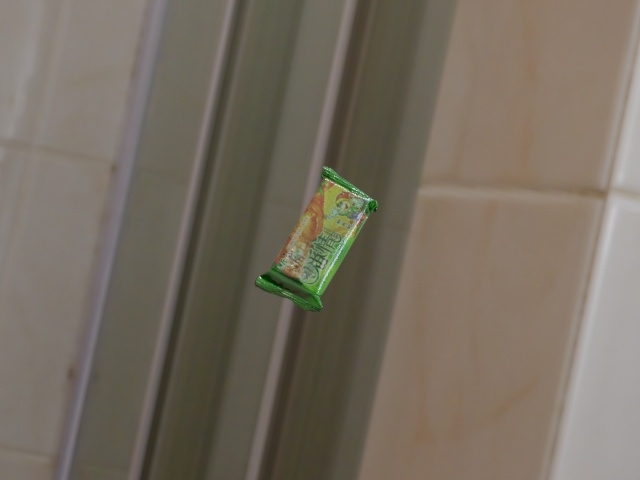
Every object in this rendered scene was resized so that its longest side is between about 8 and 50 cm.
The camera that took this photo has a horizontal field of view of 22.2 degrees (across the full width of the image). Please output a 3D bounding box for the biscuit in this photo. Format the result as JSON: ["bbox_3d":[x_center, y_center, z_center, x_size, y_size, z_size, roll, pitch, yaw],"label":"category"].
[{"bbox_3d":[0.000,0.000,1.023,0.046,0.089,0.016,28,-12,16],"label":"biscuit"}]
